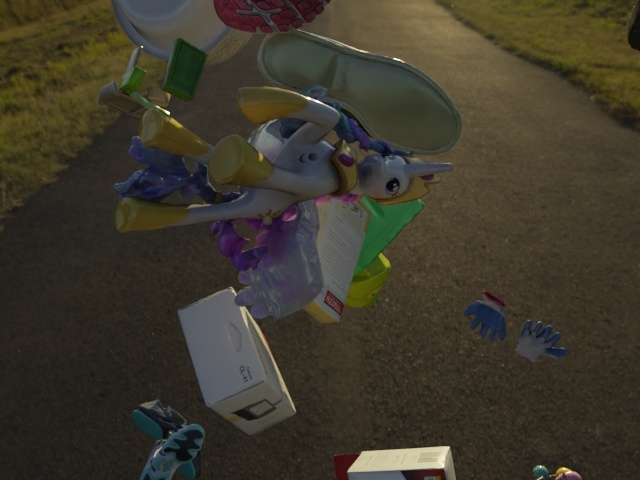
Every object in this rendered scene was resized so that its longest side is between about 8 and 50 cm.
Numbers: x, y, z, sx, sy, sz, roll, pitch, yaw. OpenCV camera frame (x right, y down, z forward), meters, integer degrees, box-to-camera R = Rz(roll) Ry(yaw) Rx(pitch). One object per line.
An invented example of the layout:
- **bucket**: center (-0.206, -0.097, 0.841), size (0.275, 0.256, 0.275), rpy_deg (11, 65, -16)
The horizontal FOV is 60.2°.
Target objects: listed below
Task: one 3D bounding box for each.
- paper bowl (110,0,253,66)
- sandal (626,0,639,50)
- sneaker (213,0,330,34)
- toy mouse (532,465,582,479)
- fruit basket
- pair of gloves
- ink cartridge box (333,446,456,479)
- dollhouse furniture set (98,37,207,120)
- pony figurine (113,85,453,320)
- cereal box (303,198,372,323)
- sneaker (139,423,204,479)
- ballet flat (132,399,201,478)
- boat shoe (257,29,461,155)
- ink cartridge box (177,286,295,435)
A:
- **paper bowl**: center (-0.250, -0.461, 0.978), size (0.284, 0.284, 0.148), rpy_deg (6, 12, 19)
- **sandal**: center (0.444, -0.248, 0.611), size (0.168, 0.107, 0.446), rpy_deg (-3, 2, 25)
- **sneaker**: center (-0.021, -0.376, 0.766), size (0.299, 0.120, 0.112), rpy_deg (-39, 25, -20)
- **toy mouse**: center (0.557, 0.554, 1.301), size (0.143, 0.031, 0.161), rpy_deg (14, -17, -25)
- **fruit basket**: center (0.110, 0.028, 1.501), size (0.283, 0.392, 0.392), rpy_deg (-14, 16, 46)
- **pair of gloves**: center (0.374, 0.177, 1.074), size (0.198, 0.159, 0.023), rpy_deg (32, 65, 21)
- **ink cartridge box**: center (0.159, 0.614, 1.158), size (0.272, 0.309, 0.130), rpy_deg (-11, -4, 18)
- **dollhouse furniture set**: center (-0.197, -0.186, 0.649), size (0.076, 0.058, 0.152), rpy_deg (22, -15, -39)
- **pony figurine**: center (-0.058, -0.061, 0.699), size (0.351, 0.302, 0.364), rpy_deg (-19, -15, 40)
- **cereal box**: center (0.000, 0.000, 0.959), size (0.047, 0.173, 0.240), rpy_deg (-10, 48, 40)
- **sneaker**: center (-0.173, 0.239, 0.643), size (0.098, 0.038, 0.069), rpy_deg (-46, 16, 2)
- **ballet flat**: center (-0.269, 0.360, 1.028), size (0.203, 0.074, 0.074), rpy_deg (25, 41, 35)
- **boat shoe**: center (0.063, -0.238, 0.884), size (0.340, 0.127, 0.113), rpy_deg (16, 17, -11)
- **ink cartridge box**: center (-0.175, 0.272, 1.201), size (0.131, 0.306, 0.226), rpy_deg (-25, 59, -3)
